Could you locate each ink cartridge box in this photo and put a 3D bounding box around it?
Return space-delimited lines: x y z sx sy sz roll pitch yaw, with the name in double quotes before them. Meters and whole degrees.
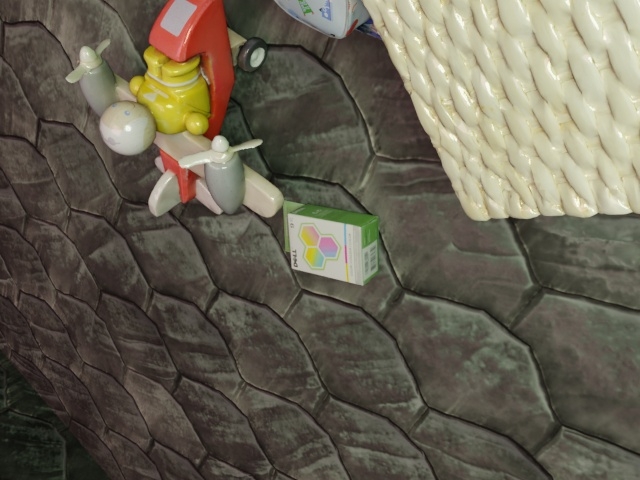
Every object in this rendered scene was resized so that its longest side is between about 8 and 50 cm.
"ink cartridge box" 0.000 0.000 1.027 0.209 0.062 0.109 12 117 33

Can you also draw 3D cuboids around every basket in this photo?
"basket" 0.257 -0.209 0.524 0.328 0.266 0.331 0 125 57

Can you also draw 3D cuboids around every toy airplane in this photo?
"toy airplane" -0.264 -0.193 1.001 0.386 0.272 0.384 -10 103 39

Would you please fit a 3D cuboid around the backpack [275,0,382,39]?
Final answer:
"backpack" 0.027 -0.392 0.726 0.263 0.213 0.276 43 149 40
